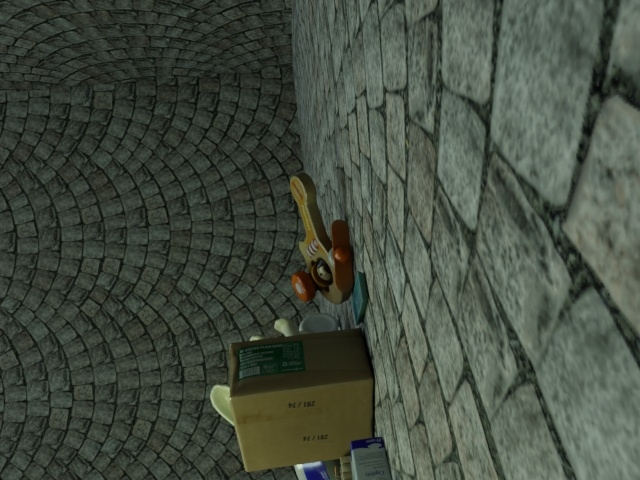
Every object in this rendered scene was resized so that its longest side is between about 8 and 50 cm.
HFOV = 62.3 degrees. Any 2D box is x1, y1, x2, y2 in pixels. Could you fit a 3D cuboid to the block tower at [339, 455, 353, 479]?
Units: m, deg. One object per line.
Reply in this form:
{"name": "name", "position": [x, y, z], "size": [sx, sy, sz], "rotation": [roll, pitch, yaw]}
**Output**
{"name": "block tower", "position": [0.110, 0.678, 1.226], "size": [0.097, 0.091, 0.335], "rotation": [92, 172, -63]}

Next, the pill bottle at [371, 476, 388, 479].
{"name": "pill bottle", "position": [0.117, 0.489, 0.955], "size": [0.120, 0.067, 0.067], "rotation": [-108, 12, -72]}

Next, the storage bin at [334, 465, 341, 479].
{"name": "storage bin", "position": [0.092, 0.645, 1.535], "size": [0.135, 0.098, 0.091], "rotation": [124, 150, -85]}

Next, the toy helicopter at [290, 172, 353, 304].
{"name": "toy helicopter", "position": [0.000, 0.000, 1.356], "size": [0.235, 0.140, 0.354], "rotation": [10, 119, 63]}

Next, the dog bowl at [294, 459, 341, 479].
{"name": "dog bowl", "position": [0.014, 0.684, 1.731], "size": [0.265, 0.104, 0.264], "rotation": [49, -148, -46]}

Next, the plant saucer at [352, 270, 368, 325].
{"name": "plant saucer", "position": [0.089, 0.134, 1.195], "size": [0.192, 0.018, 0.067], "rotation": [89, 174, -64]}

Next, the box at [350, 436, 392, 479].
{"name": "box", "position": [0.107, 0.511, 1.116], "size": [0.137, 0.072, 0.126], "rotation": [-101, 5, -50]}

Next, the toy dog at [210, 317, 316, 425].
{"name": "toy dog", "position": [-0.060, 0.419, 1.632], "size": [0.284, 0.395, 0.408], "rotation": [-50, -5, 23]}

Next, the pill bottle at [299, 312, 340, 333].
{"name": "pill bottle", "position": [0.004, 0.417, 2.000], "size": [0.153, 0.153, 0.264], "rotation": [-101, 6, -56]}

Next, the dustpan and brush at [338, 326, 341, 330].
{"name": "dustpan and brush", "position": [0.067, 0.411, 1.860], "size": [0.147, 0.060, 0.211], "rotation": [110, 147, -79]}

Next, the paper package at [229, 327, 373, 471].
{"name": "paper package", "position": [-0.041, 0.382, 1.274], "size": [0.168, 0.325, 0.309], "rotation": [-103, 8, -55]}
